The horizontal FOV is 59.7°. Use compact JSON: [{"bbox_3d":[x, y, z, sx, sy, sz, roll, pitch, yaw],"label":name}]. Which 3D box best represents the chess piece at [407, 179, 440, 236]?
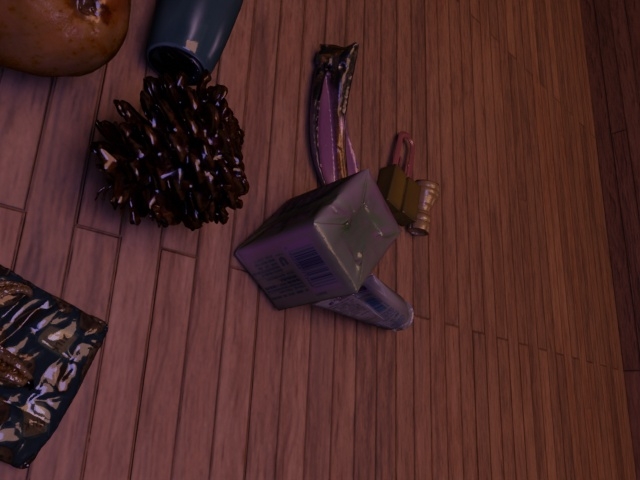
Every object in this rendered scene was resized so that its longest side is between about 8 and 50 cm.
[{"bbox_3d":[0.233,-0.073,1.283,0.066,0.066,0.122,32,64,-37],"label":"chess piece"}]

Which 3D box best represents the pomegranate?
[{"bbox_3d":[-0.325,-0.294,0.652,0.207,0.207,0.207,15,69,-43],"label":"pomegranate"}]

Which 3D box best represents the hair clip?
[{"bbox_3d":[0.031,-0.232,1.117,0.110,0.095,0.359,30,62,-79],"label":"hair clip"}]

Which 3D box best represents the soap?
[{"bbox_3d":[0.000,0.000,0.914,0.138,0.199,0.182,56,45,-16],"label":"soap"}]

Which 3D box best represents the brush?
[{"bbox_3d":[0.186,-0.155,1.262,0.103,0.047,0.233,36,55,-32],"label":"brush"}]

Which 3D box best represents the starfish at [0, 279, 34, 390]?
[{"bbox_3d":[-0.391,0.097,0.541,0.238,0.057,0.213,50,43,-28],"label":"starfish"}]

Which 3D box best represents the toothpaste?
[{"bbox_3d":[0.095,0.114,1.012,0.299,0.114,0.073,31,36,-59],"label":"toothpaste"}]

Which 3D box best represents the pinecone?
[{"bbox_3d":[-0.199,-0.115,0.737,0.221,0.221,0.221,15,69,-43],"label":"pinecone"}]

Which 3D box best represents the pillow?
[{"bbox_3d":[-0.376,0.116,0.606,0.255,0.034,0.189,42,52,-31],"label":"pillow"}]

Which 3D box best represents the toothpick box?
[{"bbox_3d":[-0.196,-0.336,0.858,0.120,0.120,0.184,31,61,-37],"label":"toothpick box"}]
